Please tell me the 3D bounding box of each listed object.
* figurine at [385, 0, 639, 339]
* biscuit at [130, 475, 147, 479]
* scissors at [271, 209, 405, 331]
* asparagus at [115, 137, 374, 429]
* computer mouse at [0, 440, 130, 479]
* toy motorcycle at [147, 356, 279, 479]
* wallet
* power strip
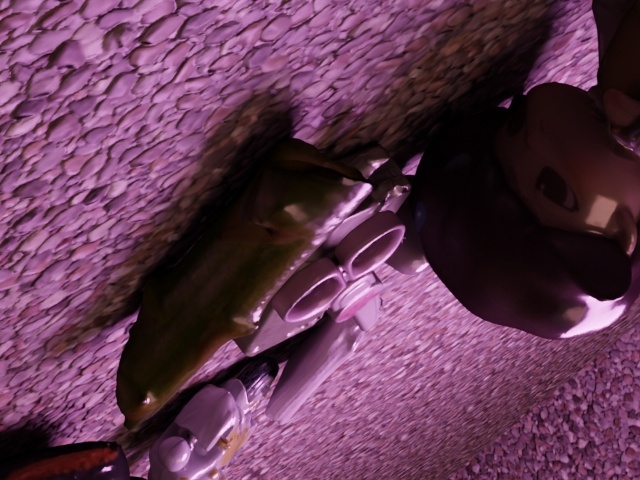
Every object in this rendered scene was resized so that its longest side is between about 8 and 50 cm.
[{"bbox_3d":[0.206,-0.071,1.149,0.206,0.218,0.365,-21,153,-33],"label":"figurine"},{"bbox_3d":[-0.265,0.308,1.423,0.151,0.063,0.235,-11,-161,30],"label":"biscuit"},{"bbox_3d":[0.023,0.042,1.218,0.118,0.030,0.242,-37,166,-4],"label":"scissors"},{"bbox_3d":[-0.073,0.032,1.113,0.082,0.085,0.343,-12,154,-44],"label":"asparagus"},{"bbox_3d":[-0.288,0.252,1.241,0.183,0.116,0.323,-33,-178,35],"label":"computer mouse"},{"bbox_3d":[-0.124,0.213,1.508,0.229,0.074,0.151,-56,164,24],"label":"toy motorcycle"},{"bbox_3d":[0.001,0.113,1.503,0.190,0.033,0.095,-50,-168,47],"label":"wallet"},{"bbox_3d":[0.000,0.000,1.208,0.093,0.053,0.288,-23,160,-33],"label":"power strip"}]
